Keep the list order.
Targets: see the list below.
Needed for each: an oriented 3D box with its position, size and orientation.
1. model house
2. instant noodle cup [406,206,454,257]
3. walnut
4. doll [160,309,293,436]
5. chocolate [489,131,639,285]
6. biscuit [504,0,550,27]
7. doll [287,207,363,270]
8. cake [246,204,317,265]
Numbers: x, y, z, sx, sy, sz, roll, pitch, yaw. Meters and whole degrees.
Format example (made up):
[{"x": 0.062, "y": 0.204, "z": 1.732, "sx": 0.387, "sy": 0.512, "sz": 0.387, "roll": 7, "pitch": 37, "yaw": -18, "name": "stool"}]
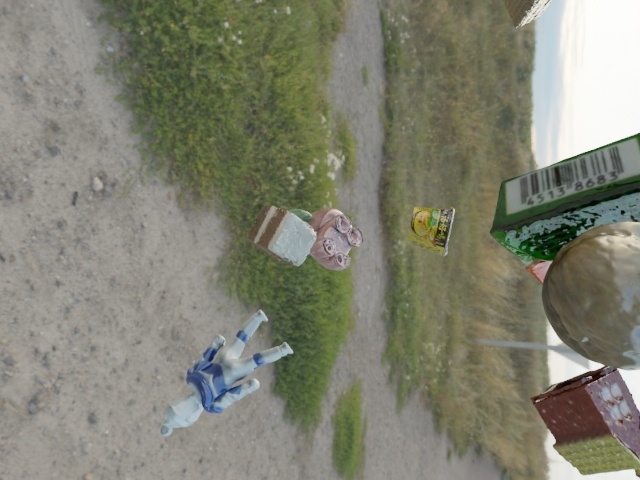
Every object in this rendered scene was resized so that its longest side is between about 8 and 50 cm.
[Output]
[{"x": 0.688, "y": 0.468, "z": 1.229, "sx": 0.159, "sy": 0.196, "sz": 0.254, "roll": -7, "pitch": 63, "yaw": -28, "name": "model house"}, {"x": 0.329, "y": -0.034, "z": 1.475, "sx": 0.151, "sy": 0.122, "sz": 0.152, "roll": 11, "pitch": 90, "yaw": -80, "name": "instant noodle cup"}, {"x": 0.498, "y": 0.086, "z": 0.823, "sx": 0.248, "sy": 0.248, "sz": 0.249, "roll": -2, "pitch": 90, "yaw": -67, "name": "walnut"}, {"x": -0.156, "y": 0.210, "z": 0.755, "sx": 0.227, "sy": 0.114, "sz": 0.057, "roll": -38, "pitch": 148, "yaw": -11, "name": "doll"}, {"x": 0.618, "y": -0.050, "z": 1.118, "sx": 0.341, "sy": 0.360, "sz": 0.162, "roll": 34, "pitch": 49, "yaw": -39, "name": "chocolate"}, {"x": 0.341, "y": -0.422, "z": 0.797, "sx": 0.094, "sy": 0.054, "sz": 0.379, "roll": 63, "pitch": 20, "yaw": -7, "name": "biscuit"}, {"x": 0.000, "y": 0.000, "z": 1.683, "sx": 0.284, "sy": 0.268, "sz": 0.216, "roll": 48, "pitch": 56, "yaw": -22, "name": "doll"}, {"x": -0.103, "y": -0.014, "z": 1.372, "sx": 0.135, "sy": 0.147, "sz": 0.135, "roll": 37, "pitch": 71, "yaw": -38, "name": "cake"}]
